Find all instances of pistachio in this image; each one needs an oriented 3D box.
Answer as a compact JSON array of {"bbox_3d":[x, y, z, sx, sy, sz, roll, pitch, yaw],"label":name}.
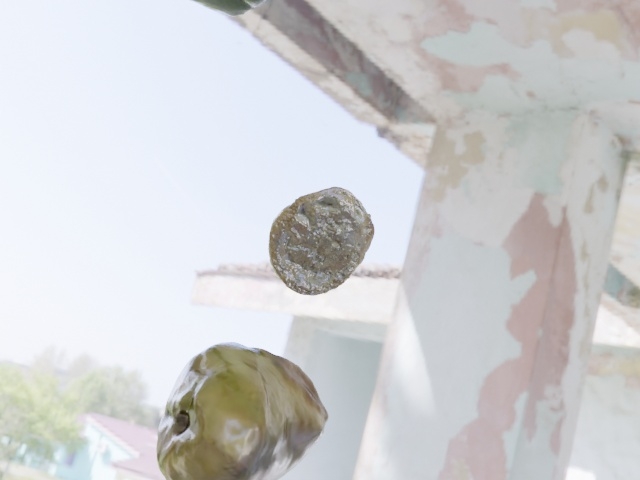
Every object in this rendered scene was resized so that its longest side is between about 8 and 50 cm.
[{"bbox_3d":[-0.063,0.136,0.641,0.100,0.110,0.189,40,8,14],"label":"pistachio"}]

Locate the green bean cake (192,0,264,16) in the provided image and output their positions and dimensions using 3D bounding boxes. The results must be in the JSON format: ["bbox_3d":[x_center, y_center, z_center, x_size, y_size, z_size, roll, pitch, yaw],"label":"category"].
[{"bbox_3d":[-0.064,-0.358,0.880,0.227,0.222,0.125,-13,-23,43],"label":"green bean cake"}]

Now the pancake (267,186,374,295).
[{"bbox_3d":[0.000,0.000,1.050,0.139,0.139,0.022,22,11,-27],"label":"pancake"}]
